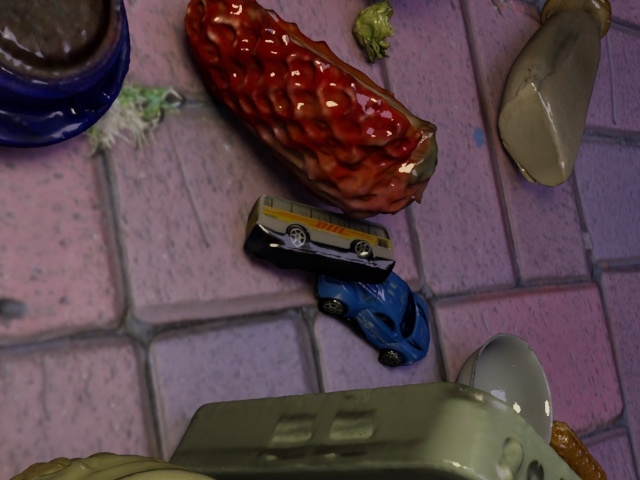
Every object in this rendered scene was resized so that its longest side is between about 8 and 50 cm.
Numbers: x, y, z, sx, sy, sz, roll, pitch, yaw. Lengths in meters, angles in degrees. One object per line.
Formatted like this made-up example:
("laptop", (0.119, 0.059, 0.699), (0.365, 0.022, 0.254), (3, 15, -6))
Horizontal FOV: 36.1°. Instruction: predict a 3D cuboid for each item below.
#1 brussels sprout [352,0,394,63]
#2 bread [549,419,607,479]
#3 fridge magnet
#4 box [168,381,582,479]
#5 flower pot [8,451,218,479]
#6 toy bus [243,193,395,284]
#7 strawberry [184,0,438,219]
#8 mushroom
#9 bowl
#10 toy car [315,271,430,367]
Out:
("brussels sprout", (0.074, -0.285, 1.347), (0.085, 0.058, 0.085), (-9, 90, -81))
("bread", (0.393, 0.336, 1.510), (0.157, 0.044, 0.052), (49, 42, -27))
("fridge magnet", (-0.283, -0.216, 0.895), (0.265, 0.112, 0.266), (14, 69, -42))
("box", (0.095, 0.288, 0.941), (0.396, 0.396, 0.111), (45, 51, -28))
("flower pot", (-0.187, 0.317, 0.744), (0.307, 0.244, 0.308), (19, 63, -44))
("toy bus", (0.000, 0.000, 1.130), (0.172, 0.057, 0.072), (13, 51, -17))
("strawberry", (-0.022, -0.151, 1.124), (0.336, 0.149, 0.265), (35, 14, -11))
("mushroom", (0.382, -0.277, 1.617), (0.154, 0.137, 0.407), (38, 50, -19))
("bowl", (0.231, 0.225, 1.338), (0.189, 0.086, 0.189), (18, 65, -42))
("toy car", (0.077, 0.079, 1.231), (0.216, 0.063, 0.103), (42, 50, -31))
